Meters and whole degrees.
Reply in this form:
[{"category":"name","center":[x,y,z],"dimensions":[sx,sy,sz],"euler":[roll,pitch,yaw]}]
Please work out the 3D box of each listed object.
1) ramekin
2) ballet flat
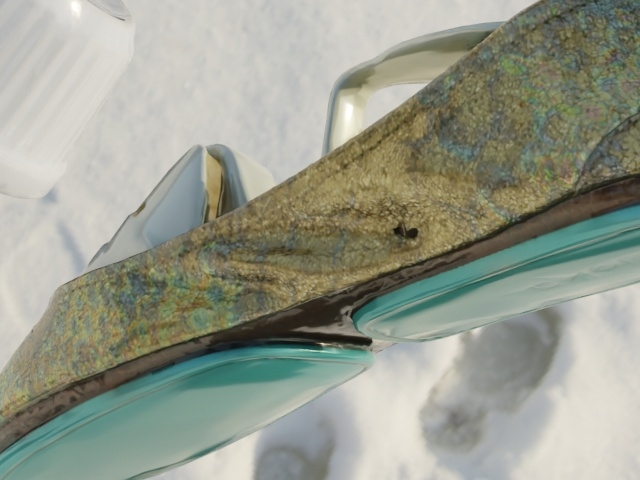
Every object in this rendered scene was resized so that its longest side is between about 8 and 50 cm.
[{"category":"ramekin","center":[-0.237,-0.160,1.043],"dimensions":[0.273,0.127,0.273],"euler":[42,9,-8]},{"category":"ballet flat","center":[0.000,0.000,0.616],"dimensions":[0.123,0.348,0.123],"euler":[37,41,-40]}]
